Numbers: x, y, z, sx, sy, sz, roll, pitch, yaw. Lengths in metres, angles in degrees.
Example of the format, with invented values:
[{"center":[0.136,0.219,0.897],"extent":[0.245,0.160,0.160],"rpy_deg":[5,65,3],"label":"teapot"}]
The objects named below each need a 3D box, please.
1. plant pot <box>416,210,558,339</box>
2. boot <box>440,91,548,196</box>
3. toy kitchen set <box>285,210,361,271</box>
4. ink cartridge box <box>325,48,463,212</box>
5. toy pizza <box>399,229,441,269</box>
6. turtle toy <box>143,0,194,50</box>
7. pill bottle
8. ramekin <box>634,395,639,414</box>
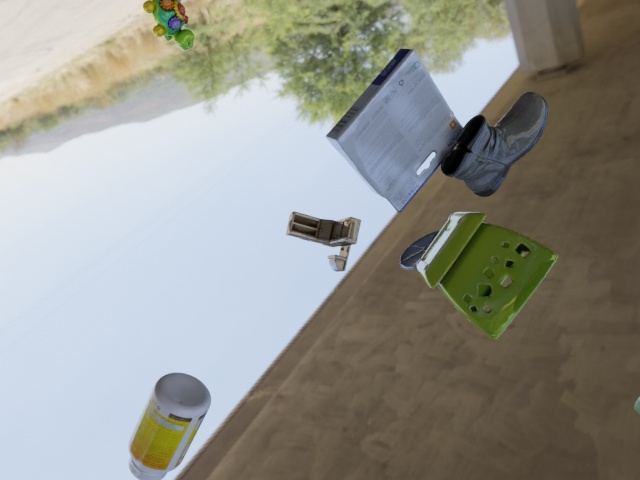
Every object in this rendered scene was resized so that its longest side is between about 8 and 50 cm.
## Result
[{"center":[0.352,0.055,1.252],"extent":[0.227,0.207,0.228],"rpy_deg":[-56,178,5],"label":"plant pot"},{"center":[0.350,-0.209,1.102],"extent":[0.083,0.161,0.246],"rpy_deg":[38,-81,41],"label":"boot"},{"center":[0.000,0.000,0.737],"extent":[0.075,0.068,0.083],"rpy_deg":[15,171,-20],"label":"toy kitchen set"},{"center":[0.150,-0.202,1.052],"extent":[0.223,0.224,0.045],"rpy_deg":[-49,-144,-5],"label":"ink cartridge box"},{"center":[0.343,0.035,1.746],"extent":[0.201,0.032,0.201],"rpy_deg":[-30,-162,11],"label":"toy pizza"},{"center":[-0.316,-0.471,1.188],"extent":[0.066,0.130,0.095],"rpy_deg":[-9,-150,18],"label":"turtle toy"},{"center":[-0.311,0.380,1.119],"extent":[0.215,0.117,0.117],"rpy_deg":[-62,-167,19],"label":"pill bottle"},{"center":[0.610,0.202,0.756],"extent":[0.303,0.303,0.148],"rpy_deg":[-26,-127,-9],"label":"ramekin"}]
